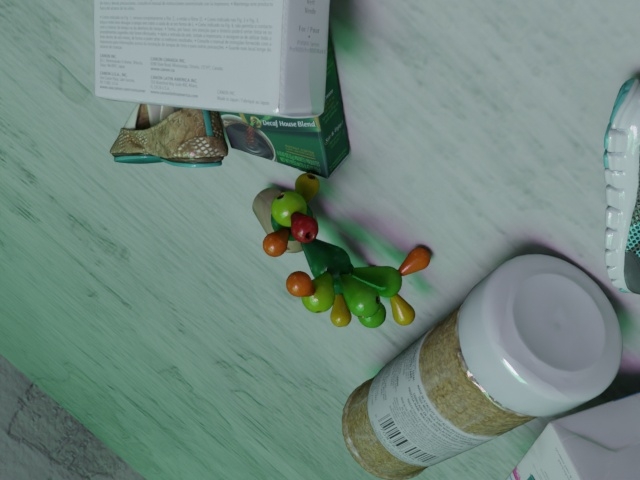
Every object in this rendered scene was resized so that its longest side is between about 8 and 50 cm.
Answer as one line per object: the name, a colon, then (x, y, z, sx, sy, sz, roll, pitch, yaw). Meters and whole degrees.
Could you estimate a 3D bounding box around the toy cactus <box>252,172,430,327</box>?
toy cactus: (0.000, 0.000, 0.690, 0.180, 0.112, 0.219, 43, -175, 40)

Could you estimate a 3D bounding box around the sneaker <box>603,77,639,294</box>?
sneaker: (0.222, -0.022, 0.473, 0.076, 0.065, 0.166, 11, 141, 31)

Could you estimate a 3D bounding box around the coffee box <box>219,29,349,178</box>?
coffee box: (-0.043, -0.141, 0.602, 0.113, 0.040, 0.184, 21, 144, 27)

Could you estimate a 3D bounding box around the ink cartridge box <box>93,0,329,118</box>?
ink cartridge box: (-0.078, -0.203, 0.509, 0.181, 0.056, 0.225, 12, 104, 33)

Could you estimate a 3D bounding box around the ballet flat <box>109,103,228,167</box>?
ballet flat: (-0.151, -0.107, 0.736, 0.206, 0.073, 0.067, 8, 102, 51)

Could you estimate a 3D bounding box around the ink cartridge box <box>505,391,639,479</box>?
ink cartridge box: (0.245, 0.223, 0.675, 0.231, 0.134, 0.078, 95, 157, -53)

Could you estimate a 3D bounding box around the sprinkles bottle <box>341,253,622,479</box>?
sprinkles bottle: (0.128, 0.138, 0.711, 0.121, 0.121, 0.355, 37, 148, 2)
